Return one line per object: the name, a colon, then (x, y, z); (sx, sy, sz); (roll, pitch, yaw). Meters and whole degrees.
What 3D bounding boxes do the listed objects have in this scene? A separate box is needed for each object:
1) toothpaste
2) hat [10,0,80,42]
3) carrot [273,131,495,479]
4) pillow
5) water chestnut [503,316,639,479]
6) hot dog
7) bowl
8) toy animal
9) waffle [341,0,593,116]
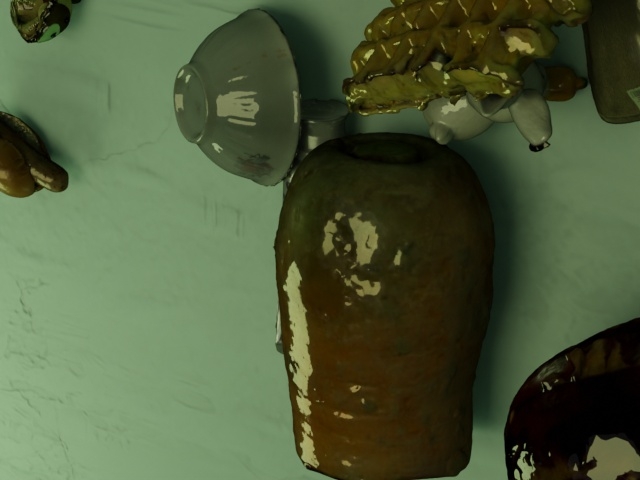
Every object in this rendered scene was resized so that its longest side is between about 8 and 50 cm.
toothpaste: (0.000, 0.000, 2.112); (0.114, 0.073, 0.299); (8, 116, 19)
hat: (-0.307, -0.265, 2.243); (0.076, 0.059, 0.077); (49, 123, 32)
carrot: (0.062, 0.068, 1.987); (0.224, 0.224, 0.340); (14, 113, 31)
pillow: (0.286, -0.218, 1.848); (0.130, 0.033, 0.217); (-10, 98, 38)
water chestnut: (0.317, 0.179, 1.850); (0.300, 0.300, 0.300); (12, 112, 32)
hot dog: (-0.356, -0.097, 2.312); (0.140, 0.090, 0.060); (50, 134, 15)
bowl: (-0.099, -0.144, 2.068); (0.189, 0.086, 0.189); (26, 120, 58)
toy animal: (0.177, -0.130, 1.880); (0.131, 0.127, 0.182); (29, 160, -23)
waffle: (0.137, -0.208, 1.824); (0.309, 0.283, 0.065); (-41, 118, 20)
